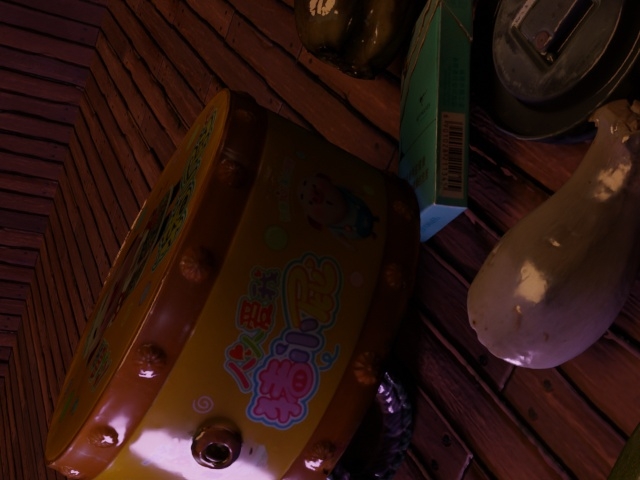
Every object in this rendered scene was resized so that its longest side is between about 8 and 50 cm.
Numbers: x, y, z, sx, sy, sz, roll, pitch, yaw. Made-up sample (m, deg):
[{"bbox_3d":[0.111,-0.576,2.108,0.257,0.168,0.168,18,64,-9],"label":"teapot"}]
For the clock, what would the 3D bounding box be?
[{"bbox_3d":[0.223,-0.195,0.757,0.226,0.049,0.226,-30,55,53],"label":"clock"}]

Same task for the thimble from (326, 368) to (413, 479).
[{"bbox_3d":[0.030,0.193,0.903,0.090,0.118,0.135,178,96,-65],"label":"thimble"}]

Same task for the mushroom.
[{"bbox_3d":[0.208,-0.003,0.669,0.116,0.093,0.225,43,113,28],"label":"mushroom"}]

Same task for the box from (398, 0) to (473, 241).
[{"bbox_3d":[0.116,-0.126,0.874,0.162,0.041,0.229,123,151,-76],"label":"box"}]

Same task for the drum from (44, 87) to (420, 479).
[{"bbox_3d":[-0.097,0.073,0.865,0.431,0.214,0.431,-54,18,27],"label":"drum"}]

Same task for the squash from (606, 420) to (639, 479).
[{"bbox_3d":[0.260,0.111,0.556,0.071,0.080,0.318,47,121,35],"label":"squash"}]

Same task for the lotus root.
[{"bbox_3d":[0.062,-0.326,0.962,0.160,0.152,0.275,-160,96,-88],"label":"lotus root"}]
